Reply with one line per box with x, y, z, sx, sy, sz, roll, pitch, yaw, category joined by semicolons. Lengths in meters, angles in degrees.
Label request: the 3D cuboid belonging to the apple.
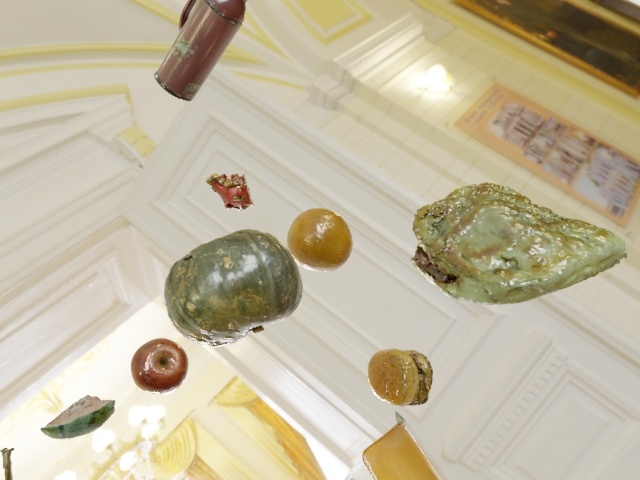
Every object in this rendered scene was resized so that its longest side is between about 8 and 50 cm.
-0.568;0.447;1.602;0.162;0.201;0.201;-40;-3;42;apple

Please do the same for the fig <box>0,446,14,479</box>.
-0.544;0.503;0.839;0.161;0.230;0.143;-22;-22;-9;fig

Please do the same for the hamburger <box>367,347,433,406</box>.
0.314;0.543;1.810;0.163;0.244;0.244;18;-66;-36;hamburger

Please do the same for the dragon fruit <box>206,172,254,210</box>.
-0.339;-0.195;1.743;0.149;0.208;0.133;-63;24;6;dragon fruit

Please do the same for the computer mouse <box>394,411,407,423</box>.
0.266;0.594;1.451;0.032;0.110;0.056;-20;1;7;computer mouse

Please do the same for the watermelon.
-0.619;0.460;1.197;0.187;0.070;0.139;-19;17;-10;watermelon

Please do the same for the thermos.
-0.275;-0.508;1.100;0.110;0.136;0.330;19;-54;-41;thermos

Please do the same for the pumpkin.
-0.217;0.117;1.125;0.328;0.257;0.291;-24;-9;-21;pumpkin

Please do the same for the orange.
0.000;0.000;1.868;0.274;0.274;0.274;-48;-15;-18;orange

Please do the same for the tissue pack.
0.231;0.605;1.198;0.145;0.194;0.274;-38;-28;-2;tissue pack

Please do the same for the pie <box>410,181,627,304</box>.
0.433;0.006;1.055;0.396;0.418;0.180;-26;-58;-30;pie
